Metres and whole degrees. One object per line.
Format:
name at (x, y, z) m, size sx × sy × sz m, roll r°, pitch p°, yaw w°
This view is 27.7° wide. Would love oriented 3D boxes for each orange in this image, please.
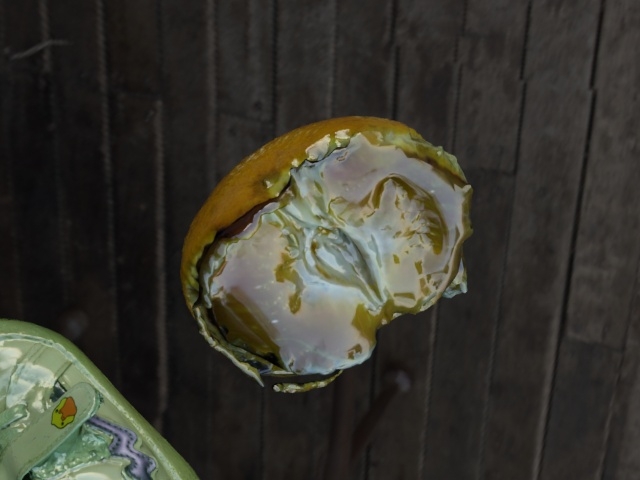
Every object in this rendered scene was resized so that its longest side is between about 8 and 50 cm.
orange at (0.000, 0.000, 0.720) m, size 0.112 × 0.170 × 0.160 m, roll 39°, pitch 115°, yaw 47°

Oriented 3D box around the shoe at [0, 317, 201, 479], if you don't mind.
shoe at (-0.194, 0.164, 0.996) m, size 0.262 × 0.128 × 0.140 m, roll 41°, pitch 98°, yaw -1°
